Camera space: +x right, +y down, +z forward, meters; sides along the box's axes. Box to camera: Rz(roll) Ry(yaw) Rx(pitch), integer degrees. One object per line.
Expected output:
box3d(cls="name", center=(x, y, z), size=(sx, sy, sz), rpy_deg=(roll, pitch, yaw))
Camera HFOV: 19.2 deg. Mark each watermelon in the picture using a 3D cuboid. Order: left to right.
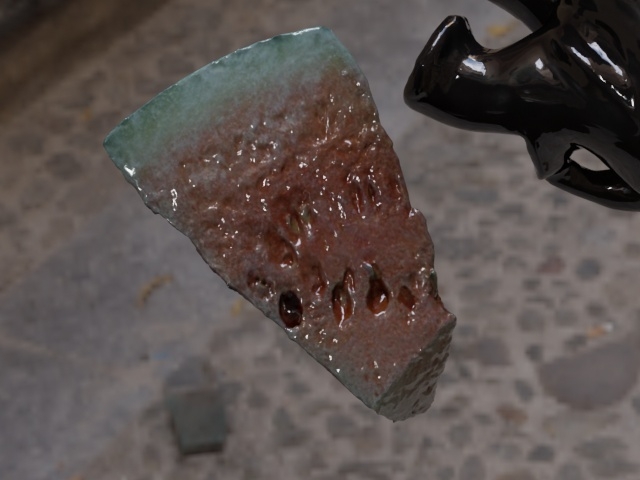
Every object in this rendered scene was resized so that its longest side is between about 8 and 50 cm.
box3d(cls="watermelon", center=(0.000, 0.000, 1.135), size=(0.154, 0.241, 0.094), rpy_deg=(-32, -4, 8))

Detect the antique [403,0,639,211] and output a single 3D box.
box3d(cls="antique", center=(0.237, -0.169, 1.236), size=(0.255, 0.322, 0.185), rpy_deg=(30, 23, 11))
